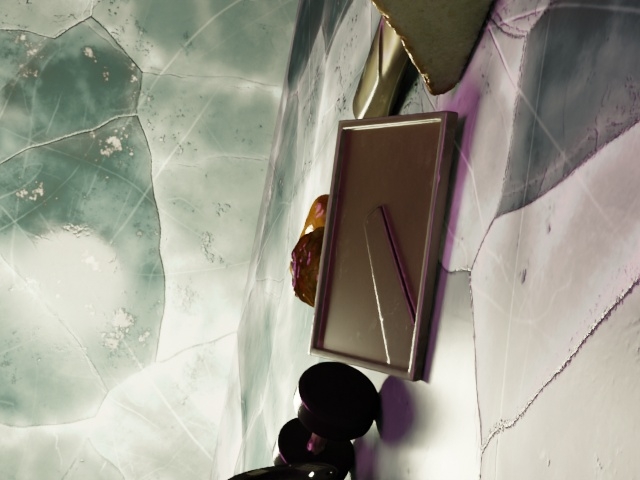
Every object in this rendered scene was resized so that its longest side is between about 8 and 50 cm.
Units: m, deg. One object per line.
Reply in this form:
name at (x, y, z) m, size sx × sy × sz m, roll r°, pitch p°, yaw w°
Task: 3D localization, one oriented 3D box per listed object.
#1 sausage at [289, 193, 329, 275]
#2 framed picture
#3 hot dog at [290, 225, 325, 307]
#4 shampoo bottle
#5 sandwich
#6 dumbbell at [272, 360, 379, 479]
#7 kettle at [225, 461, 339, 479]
sausage at (-0.002, 0.000, 2.328) m, size 0.270 × 0.109 × 0.109 m, roll 113°, pitch 162°, yaw -46°
framed picture at (0.101, 0.002, 1.775) m, size 0.326 × 0.028 × 0.446 m, roll 6°, pitch 87°, yaw 58°
hot dog at (0.020, 0.056, 2.126) m, size 0.259 × 0.114 × 0.175 m, roll 1°, pitch -91°, yaw -77°
shampoo bottle at (0.137, -0.364, 1.962) m, size 0.350 × 0.084 × 0.125 m, roll 109°, pitch 168°, yaw -57°
sandwich at (0.216, -0.396, 1.639) m, size 0.254 × 0.288 × 0.099 m, roll -29°, pitch 40°, yaw 13°
dumbbell at (0.007, 0.345, 1.880) m, size 0.152 × 0.152 × 0.218 m, roll -94°, pitch 19°, yaw -49°
kettle at (-0.023, 0.550, 1.733) m, size 0.203 × 0.262 × 0.308 m, roll -10°, pitch -87°, yaw -69°
